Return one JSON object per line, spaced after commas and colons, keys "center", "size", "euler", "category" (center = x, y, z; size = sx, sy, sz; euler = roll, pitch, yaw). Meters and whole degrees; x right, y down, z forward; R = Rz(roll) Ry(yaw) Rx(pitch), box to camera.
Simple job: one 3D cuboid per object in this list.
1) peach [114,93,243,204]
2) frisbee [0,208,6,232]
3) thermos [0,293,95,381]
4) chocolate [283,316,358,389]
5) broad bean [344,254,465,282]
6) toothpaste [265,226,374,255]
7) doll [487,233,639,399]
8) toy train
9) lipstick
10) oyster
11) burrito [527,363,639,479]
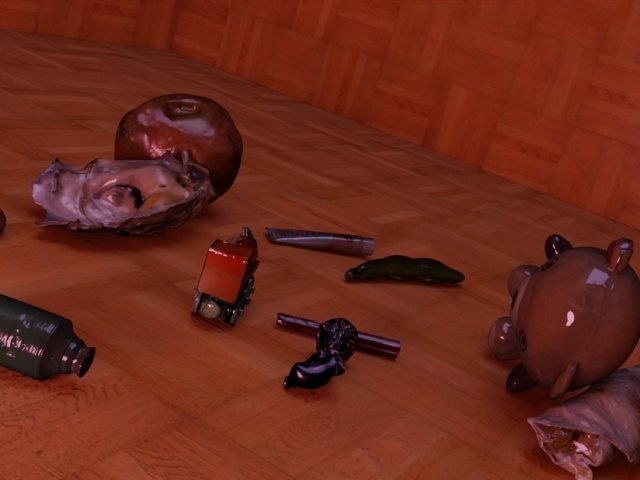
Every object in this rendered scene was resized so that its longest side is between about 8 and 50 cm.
{"center": [-0.262, -0.163, 1.529], "size": [0.235, 0.214, 0.214], "euler": [8, 18, -42], "category": "peach"}
{"center": [-0.563, -0.041, 1.159], "size": [0.250, 0.021, 0.251], "euler": [17, 16, -5], "category": "frisbee"}
{"center": [-0.325, 0.098, 0.870], "size": [0.187, 0.083, 0.073], "euler": [20, 38, 5], "category": "thermos"}
{"center": [0.008, 0.150, 1.051], "size": [0.070, 0.072, 0.147], "euler": [56, 23, -10], "category": "chocolate"}
{"center": [0.153, 0.052, 1.529], "size": [0.297, 0.043, 0.060], "euler": [3, 32, -36], "category": "broad bean"}
{"center": [0.000, 0.000, 1.565], "size": [0.205, 0.036, 0.056], "euler": [7, 20, -18], "category": "toothpaste"}
{"center": [0.339, 0.116, 1.168], "size": [0.174, 0.235, 0.330], "euler": [27, -5, 7], "category": "doll"}
{"center": [-0.120, 0.042, 1.153], "size": [0.074, 0.118, 0.176], "euler": [20, 18, 2], "category": "toy train"}
{"center": [0.024, 0.131, 1.173], "size": [0.176, 0.027, 0.027], "euler": [15, 16, -5], "category": "lipstick"}
{"center": [-0.315, -0.064, 1.339], "size": [0.270, 0.100, 0.275], "euler": [19, 38, -7], "category": "oyster"}
{"center": [0.404, 0.235, 1.129], "size": [0.392, 0.076, 0.117], "euler": [-5, 46, -50], "category": "burrito"}
